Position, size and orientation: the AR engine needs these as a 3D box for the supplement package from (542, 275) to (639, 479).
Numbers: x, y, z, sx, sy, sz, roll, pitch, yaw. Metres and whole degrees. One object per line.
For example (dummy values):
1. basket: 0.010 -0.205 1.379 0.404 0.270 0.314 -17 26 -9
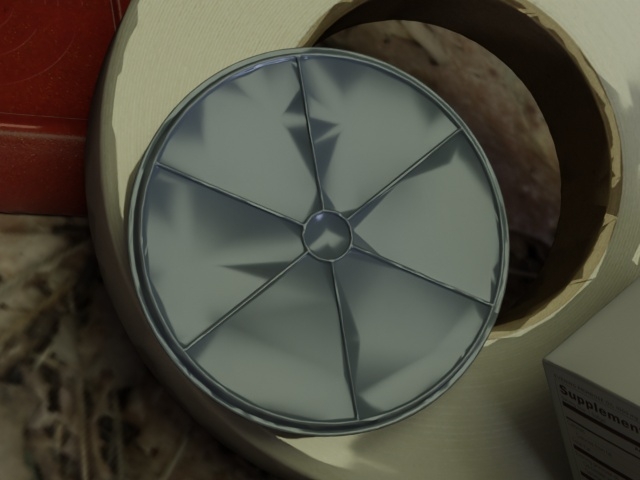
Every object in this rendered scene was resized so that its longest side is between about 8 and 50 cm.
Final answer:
1. supplement package: 0.229 0.134 0.768 0.139 0.244 0.134 -36 38 -23

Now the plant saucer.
1. plant saucer: -0.210 -0.140 0.852 0.259 0.048 0.259 3 60 -27

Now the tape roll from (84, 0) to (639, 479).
1. tape roll: 0.063 -0.042 0.836 0.392 0.072 0.391 3 80 -15

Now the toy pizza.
1. toy pizza: 0.000 0.000 0.756 0.201 0.032 0.201 2 80 -14
